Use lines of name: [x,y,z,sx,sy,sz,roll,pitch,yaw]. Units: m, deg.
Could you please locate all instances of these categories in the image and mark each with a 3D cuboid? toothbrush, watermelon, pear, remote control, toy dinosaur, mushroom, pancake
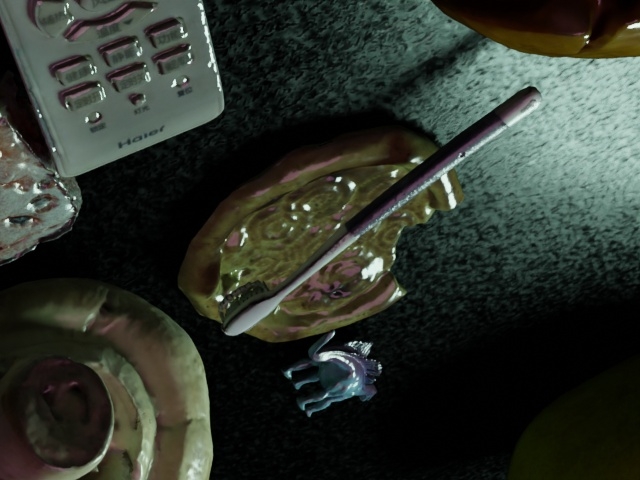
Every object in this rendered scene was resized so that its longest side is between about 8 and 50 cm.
toothbrush: [0.039,-0.021,1.043,0.288,0.026,0.024,-37,143,16]
watermelon: [-0.215,-0.028,0.902,0.139,0.071,0.187,6,129,-45]
pear: [0.320,0.247,1.419,0.269,0.269,0.321,23,114,-47]
remote control: [-0.129,-0.157,0.784,0.109,0.055,0.313,-23,142,-10]
toy dinosaur: [0.012,0.112,1.241,0.080,0.045,0.197,-25,156,3]
mushroom: [-0.189,0.140,0.985,0.260,0.254,0.234,-54,-170,-17]
pancake: [0.000,0.000,1.092,0.212,0.029,0.235,-4,141,-25]

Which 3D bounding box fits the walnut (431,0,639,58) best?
walnut: [0.193,-0.202,0.773,0.336,0.209,0.209,-13,146,-24]
